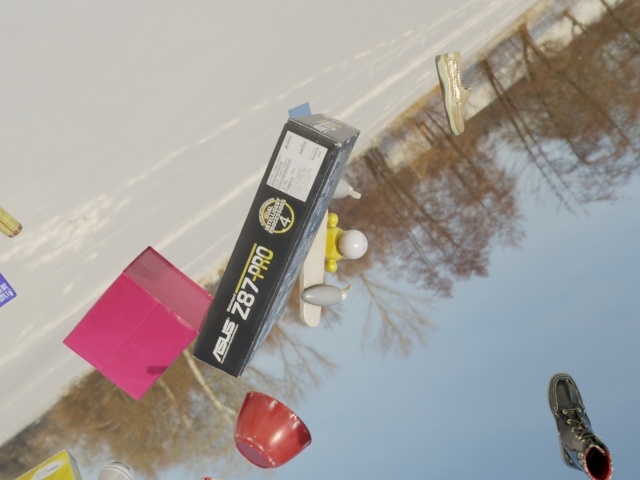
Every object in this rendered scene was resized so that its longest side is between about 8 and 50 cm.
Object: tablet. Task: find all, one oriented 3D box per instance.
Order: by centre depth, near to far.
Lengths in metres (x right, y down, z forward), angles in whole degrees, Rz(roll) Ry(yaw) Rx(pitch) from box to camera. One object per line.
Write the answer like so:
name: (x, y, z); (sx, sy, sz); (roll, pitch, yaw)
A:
tablet: (-0.045, -0.279, 1.320); (0.054, 0.006, 0.083); (-21, -143, 7)

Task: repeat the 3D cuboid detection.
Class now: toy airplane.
toy airplane: (0.000, 0.000, 1.759); (0.272, 0.386, 0.384); (3, -140, 26)

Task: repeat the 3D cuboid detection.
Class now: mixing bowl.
mixing bowl: (-0.119, 0.423, 1.289); (0.181, 0.181, 0.098); (-35, -168, 51)

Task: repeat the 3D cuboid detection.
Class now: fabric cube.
fabric cube: (-0.477, 0.216, 1.624); (0.258, 0.259, 0.254); (-47, -171, 10)

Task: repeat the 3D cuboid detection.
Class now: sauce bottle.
sauce bottle: (-0.697, -0.058, 1.276); (0.042, 0.128, 0.042); (-15, -135, 16)

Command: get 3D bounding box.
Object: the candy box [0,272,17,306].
candy box: (-0.691, 0.041, 0.920); (0.122, 0.317, 0.268); (-21, -163, 47)

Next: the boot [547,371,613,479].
boot: (0.614, 0.439, 1.409); (0.085, 0.237, 0.178); (-8, 174, 3)

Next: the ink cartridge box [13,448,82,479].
ink cartridge box: (-0.483, 0.520, 0.900); (0.303, 0.072, 0.307); (-29, -142, -18)

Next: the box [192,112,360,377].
box: (-0.059, -0.012, 1.000); (0.318, 0.097, 0.395); (-50, 164, -73)

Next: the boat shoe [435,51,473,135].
boat shoe: (0.316, -0.337, 1.373); (0.072, 0.190, 0.068); (-11, -156, 16)

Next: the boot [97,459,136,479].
boot: (-0.401, 0.539, 1.097); (0.123, 0.095, 0.259); (-61, 160, -63)

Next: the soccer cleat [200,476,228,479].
soccer cleat: (-0.166, 0.413, 1.000); (0.083, 0.029, 0.035); (1, 179, 33)
